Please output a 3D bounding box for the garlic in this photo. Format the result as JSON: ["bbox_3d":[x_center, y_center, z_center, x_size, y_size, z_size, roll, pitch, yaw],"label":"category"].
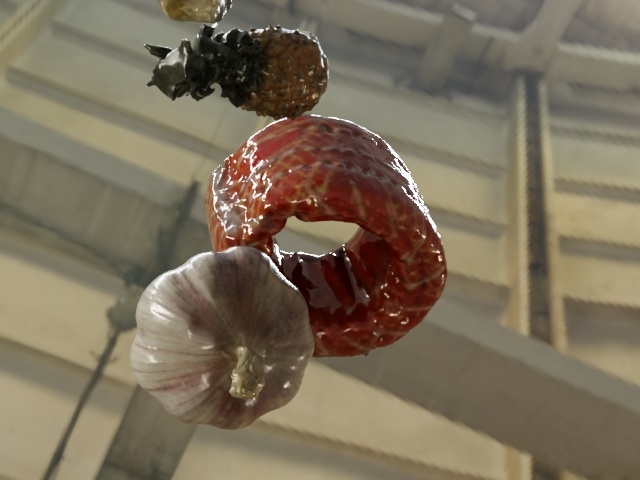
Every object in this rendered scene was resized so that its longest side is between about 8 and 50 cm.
[{"bbox_3d":[-0.115,0.141,1.654,0.245,0.245,0.253,16,-174,-18],"label":"garlic"}]

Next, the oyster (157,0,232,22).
[{"bbox_3d":[-0.134,-0.324,1.395,0.166,0.110,0.341,17,-142,-14],"label":"oyster"}]

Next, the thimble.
[{"bbox_3d":[0.000,0.000,1.936,0.350,0.350,0.230,14,-148,-21],"label":"thimble"}]

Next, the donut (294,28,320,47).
[{"bbox_3d":[-0.070,-0.316,2.319,0.065,0.166,0.108,54,-166,-27],"label":"donut"}]

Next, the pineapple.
[{"bbox_3d":[-0.105,-0.220,1.662,0.248,0.128,0.128,-1,-140,-47],"label":"pineapple"}]
